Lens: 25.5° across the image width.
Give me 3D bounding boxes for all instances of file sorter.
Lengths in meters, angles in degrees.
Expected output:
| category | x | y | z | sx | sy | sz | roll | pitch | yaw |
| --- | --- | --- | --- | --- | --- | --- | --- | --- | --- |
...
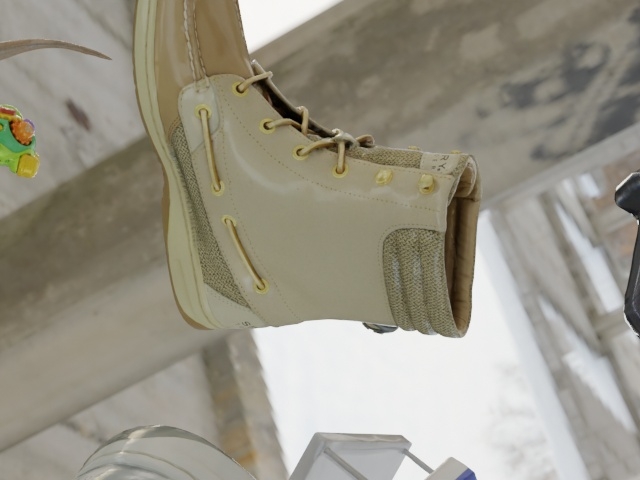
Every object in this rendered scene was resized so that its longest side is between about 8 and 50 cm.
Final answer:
| category | x | y | z | sx | sy | sz | roll | pitch | yaw |
| --- | --- | --- | --- | --- | --- | --- | --- | --- | --- |
| file sorter | 0.039 | 0.373 | 1.546 | 0.173 | 0.278 | 0.193 | 34 | -169 | 31 |

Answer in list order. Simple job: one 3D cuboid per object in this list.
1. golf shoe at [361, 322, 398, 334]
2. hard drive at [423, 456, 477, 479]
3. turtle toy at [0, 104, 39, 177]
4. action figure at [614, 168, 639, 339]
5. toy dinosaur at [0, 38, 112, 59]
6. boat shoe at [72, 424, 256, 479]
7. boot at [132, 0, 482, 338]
| category | x | y | z | sx | sy | sz | roll | pitch | yaw |
| --- | --- | --- | --- | --- | --- | --- | --- | --- | --- |
| golf shoe | 0.000 | 0.000 | 1.191 | 0.198 | 0.077 | 0.094 | 30 | 167 | 5 |
| hard drive | 0.031 | 0.368 | 1.305 | 0.040 | 0.318 | 0.210 | 29 | 141 | 35 |
| turtle toy | -0.342 | -0.111 | 1.508 | 0.130 | 0.095 | 0.066 | -138 | 61 | -77 |
| action figure | 0.234 | 0.104 | 0.410 | 0.341 | 0.178 | 0.330 | 44 | -138 | -7 |
| toy dinosaur | -0.280 | -0.131 | 1.061 | 0.112 | 0.211 | 0.064 | -17 | -91 | -73 |
| boat shoe | 0.004 | 0.214 | 0.580 | 0.320 | 0.118 | 0.103 | 46 | -151 | 1 |
| boot | -0.005 | -0.063 | 0.870 | 0.095 | 0.203 | 0.262 | -33 | -58 | -59 |
